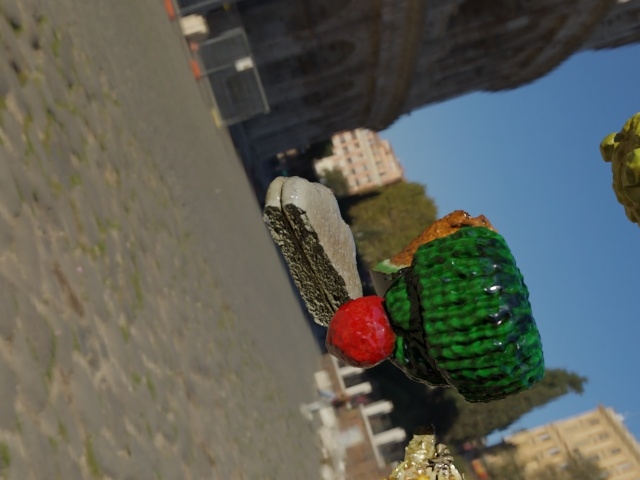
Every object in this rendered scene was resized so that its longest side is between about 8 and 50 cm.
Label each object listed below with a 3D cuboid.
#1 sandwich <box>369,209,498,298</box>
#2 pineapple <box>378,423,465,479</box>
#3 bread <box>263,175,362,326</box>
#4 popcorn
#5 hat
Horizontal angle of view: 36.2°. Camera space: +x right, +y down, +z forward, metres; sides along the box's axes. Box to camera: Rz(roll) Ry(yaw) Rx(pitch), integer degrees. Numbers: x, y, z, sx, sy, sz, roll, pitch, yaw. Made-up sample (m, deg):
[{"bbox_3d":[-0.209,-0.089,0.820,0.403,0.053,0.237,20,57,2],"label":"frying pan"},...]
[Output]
[{"bbox_3d":[0.263,0.058,2.085,0.162,0.301,0.250,60,-23,-12],"label":"sandwich"},{"bbox_3d":[0.216,0.442,1.533,0.344,0.209,0.286,32,68,-57],"label":"pineapple"},{"bbox_3d":[-0.005,0.002,1.887,0.183,0.102,0.337,-77,149,-52],"label":"bread"},{"bbox_3d":[0.697,-0.157,1.991,0.242,0.235,0.250,-45,-116,45],"label":"popcorn"},{"bbox_3d":[0.176,0.141,1.571,0.242,0.332,0.274,58,20,-48],"label":"hat"}]
